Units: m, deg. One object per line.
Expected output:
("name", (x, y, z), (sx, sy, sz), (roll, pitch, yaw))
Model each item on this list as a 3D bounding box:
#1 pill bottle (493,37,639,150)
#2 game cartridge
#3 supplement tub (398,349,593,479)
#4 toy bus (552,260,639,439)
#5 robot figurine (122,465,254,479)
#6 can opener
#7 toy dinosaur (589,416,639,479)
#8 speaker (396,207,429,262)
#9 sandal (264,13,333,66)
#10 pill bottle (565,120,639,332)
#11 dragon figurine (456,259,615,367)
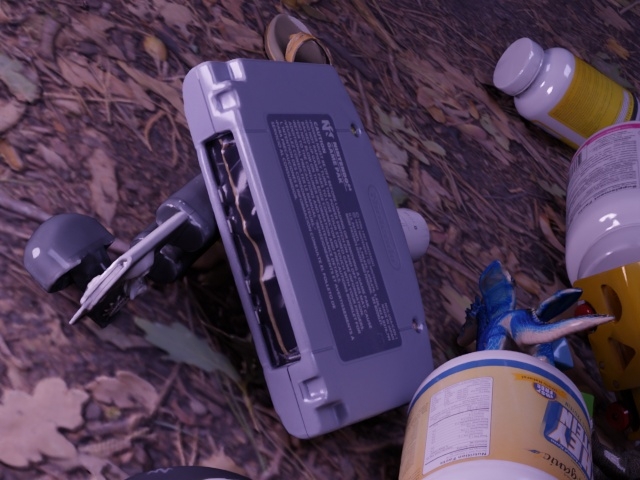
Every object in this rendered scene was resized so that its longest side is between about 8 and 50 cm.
("pill bottle", (0.318, -0.186, 1.812), (0.184, 0.103, 0.103), (29, 31, -23))
("game cartridge", (0.000, 0.000, 1.116), (0.196, 0.060, 0.294), (-8, 79, -53))
("supplement tub", (0.128, 0.189, 1.020), (0.144, 0.144, 0.199), (35, 29, -12))
("toy bus", (0.324, 0.107, 1.325), (0.202, 0.104, 0.191), (32, 65, -17))
("robot figurine", (-0.056, 0.207, 0.683), (0.209, 0.173, 0.278), (-9, 7, -12))
("can opener", (-0.128, -0.020, 1.070), (0.095, 0.076, 0.283), (42, 27, -1))
("toy dinosaur", (0.255, 0.245, 1.128), (0.160, 0.121, 0.313), (26, 29, -14))
("speaker", (0.041, -0.001, 1.269), (0.136, 0.055, 0.055), (-6, 54, -53))
("sandal", (-0.016, -0.185, 1.458), (0.072, 0.049, 0.180), (28, 32, -24))
("pill bottle", (0.353, -0.007, 1.549), (0.160, 0.160, 0.283), (36, 30, -10))
("dragon figurine", (0.168, 0.072, 1.176), (0.085, 0.289, 0.144), (19, 60, 0))
